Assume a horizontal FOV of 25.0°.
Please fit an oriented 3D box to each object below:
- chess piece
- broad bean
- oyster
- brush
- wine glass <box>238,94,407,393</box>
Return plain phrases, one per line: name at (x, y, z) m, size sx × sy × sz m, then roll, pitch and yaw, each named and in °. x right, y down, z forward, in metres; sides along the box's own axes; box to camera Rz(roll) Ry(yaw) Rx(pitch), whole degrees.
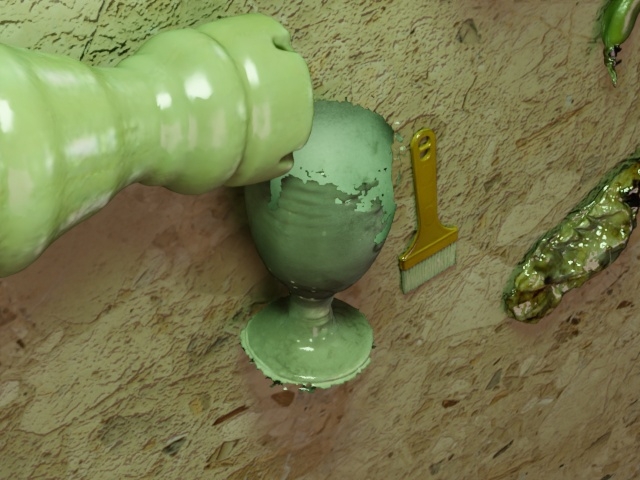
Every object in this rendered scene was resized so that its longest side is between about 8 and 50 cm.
chess piece at (-0.218, -0.113, 1.441) m, size 0.442 × 0.234 × 0.234 m, roll -17°, pitch 131°, yaw -38°
broad bean at (0.465, -0.371, 1.990) m, size 0.075 × 0.067 × 0.325 m, roll 32°, pitch 100°, yaw -18°
oyster at (0.413, -0.002, 2.231) m, size 0.345 × 0.078 × 0.129 m, roll -47°, pitch 133°, yaw 1°
brush at (0.146, -0.044, 1.986) m, size 0.103 × 0.013 × 0.272 m, roll -29°, pitch 136°, yaw -24°
wine glass at (-0.005, 0.001, 1.749) m, size 0.190 × 0.190 × 0.357 m, roll -21°, pitch 137°, yaw -31°
